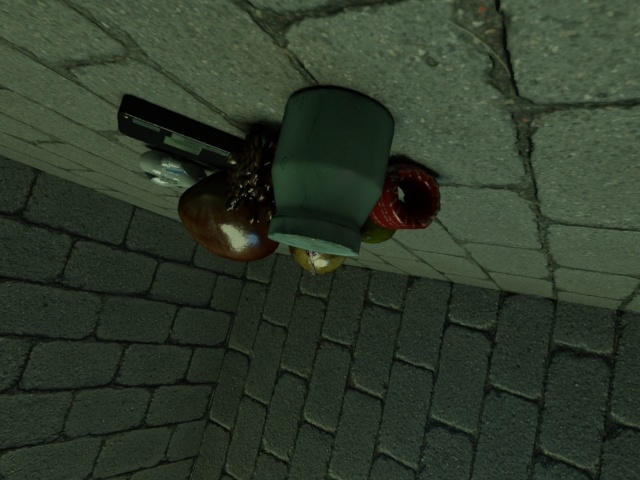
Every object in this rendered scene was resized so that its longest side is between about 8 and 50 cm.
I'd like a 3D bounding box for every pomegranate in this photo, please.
[{"bbox_3d":[0.000,0.000,1.724,0.280,0.282,0.281,13,171,2],"label":"pomegranate"}]

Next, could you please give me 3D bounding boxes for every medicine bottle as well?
[{"bbox_3d":[0.013,-0.126,0.863,0.244,0.291,0.245,13,171,2],"label":"medicine bottle"}]

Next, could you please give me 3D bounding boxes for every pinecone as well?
[{"bbox_3d":[-0.123,-0.151,1.067,0.263,0.265,0.264,13,171,2],"label":"pinecone"}]

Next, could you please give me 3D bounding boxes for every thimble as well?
[{"bbox_3d":[0.215,-0.109,1.075,0.189,0.163,0.125,19,171,-30],"label":"thimble"}]

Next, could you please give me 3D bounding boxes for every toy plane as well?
[{"bbox_3d":[-0.523,-0.242,1.495,0.266,0.123,0.267,15,169,3],"label":"toy plane"}]

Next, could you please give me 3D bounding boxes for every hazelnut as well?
[{"bbox_3d":[-0.304,-0.091,1.447,0.364,0.367,0.366,13,171,2],"label":"hazelnut"}]

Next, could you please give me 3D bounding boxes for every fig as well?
[{"bbox_3d":[0.160,-0.037,1.337,0.151,0.152,0.259,9,-149,26],"label":"fig"}]

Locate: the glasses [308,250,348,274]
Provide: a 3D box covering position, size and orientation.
[{"bbox_3d":[0.052,-0.013,1.450,0.234,0.269,0.118,-26,-148,-31],"label":"glasses"}]

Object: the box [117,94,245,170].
[{"bbox_3d":[-0.392,-0.293,1.185,0.349,0.058,0.211,17,170,-23],"label":"box"}]
